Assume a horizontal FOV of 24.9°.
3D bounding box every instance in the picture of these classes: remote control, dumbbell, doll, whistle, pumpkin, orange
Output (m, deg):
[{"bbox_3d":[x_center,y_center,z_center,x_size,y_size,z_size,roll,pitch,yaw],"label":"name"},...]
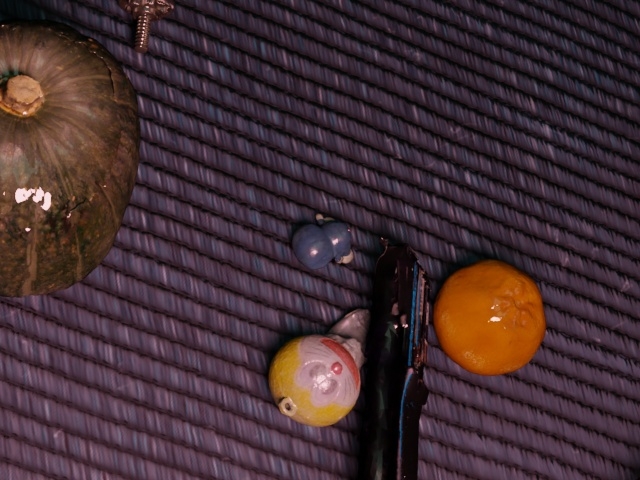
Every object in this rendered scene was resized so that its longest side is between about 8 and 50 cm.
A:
[{"bbox_3d":[0.098,0.199,1.849,0.062,0.144,0.398,-3,65,19],"label":"remote control"},{"bbox_3d":[-0.229,-0.373,1.963,0.110,0.110,0.254,9,74,-17],"label":"dumbbell"},{"bbox_3d":[0.000,0.000,1.931,0.083,0.050,0.076,-21,74,-24],"label":"doll"},{"bbox_3d":[0.018,0.154,1.846,0.123,0.123,0.223,48,47,2],"label":"whistle"},{"bbox_3d":[-0.361,-0.106,1.720,0.292,0.257,0.327,9,62,-10],"label":"pumpkin"},{"bbox_3d":[0.228,0.100,1.927,0.159,0.136,0.158,8,70,-22],"label":"orange"}]

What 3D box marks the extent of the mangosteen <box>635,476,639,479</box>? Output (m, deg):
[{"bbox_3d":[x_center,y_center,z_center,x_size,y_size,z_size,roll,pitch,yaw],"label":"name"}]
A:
[{"bbox_3d":[0.502,0.409,1.844,0.311,0.311,0.311,7,68,-18],"label":"mangosteen"}]
